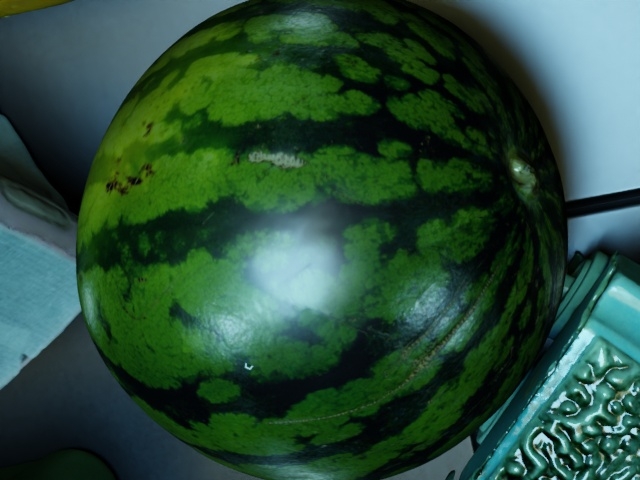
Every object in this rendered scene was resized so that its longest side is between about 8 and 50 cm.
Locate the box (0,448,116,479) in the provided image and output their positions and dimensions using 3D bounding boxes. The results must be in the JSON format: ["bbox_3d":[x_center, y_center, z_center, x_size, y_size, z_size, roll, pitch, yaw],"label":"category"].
[{"bbox_3d":[-0.267,0.290,1.045,0.329,0.178,0.252,-14,97,17],"label":"box"}]

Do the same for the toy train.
[{"bbox_3d":[0.166,0.101,0.907,0.112,0.163,0.203,31,107,3],"label":"toy train"}]

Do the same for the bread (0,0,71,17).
[{"bbox_3d":[-0.187,-0.316,0.907,0.328,0.148,0.337,-28,97,21],"label":"bread"}]

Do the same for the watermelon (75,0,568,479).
[{"bbox_3d":[0.000,0.000,0.858,0.285,0.285,0.285,3,103,12],"label":"watermelon"}]

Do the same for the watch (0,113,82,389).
[{"bbox_3d":[-0.279,-0.044,0.953,0.162,0.253,0.241,-42,49,16],"label":"watch"}]
